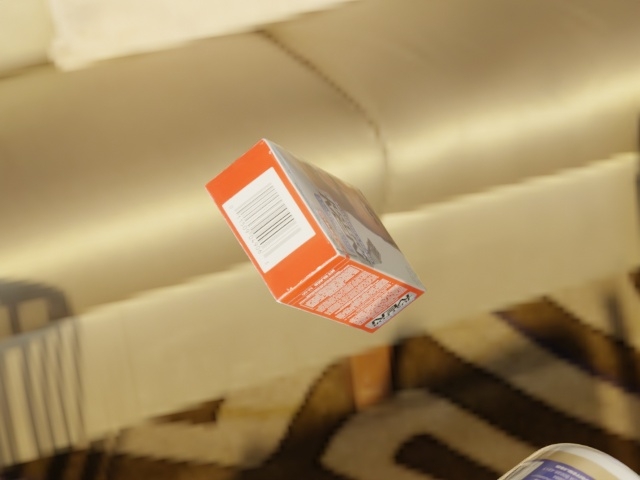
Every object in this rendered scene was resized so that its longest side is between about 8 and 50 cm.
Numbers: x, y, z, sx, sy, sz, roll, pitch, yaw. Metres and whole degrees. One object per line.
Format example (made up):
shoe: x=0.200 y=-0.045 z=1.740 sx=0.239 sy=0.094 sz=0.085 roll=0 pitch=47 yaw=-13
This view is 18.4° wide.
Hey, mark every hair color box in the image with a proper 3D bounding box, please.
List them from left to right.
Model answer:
hair color box: x=0.000 y=0.000 z=1.265 sx=0.053 sy=0.093 sz=0.167 roll=-37 pitch=-20 yaw=11

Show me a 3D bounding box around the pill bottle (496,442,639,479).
pill bottle: x=0.072 y=0.182 z=0.880 sx=0.186 sy=0.112 sz=0.112 roll=-32 pitch=36 yaw=-32
